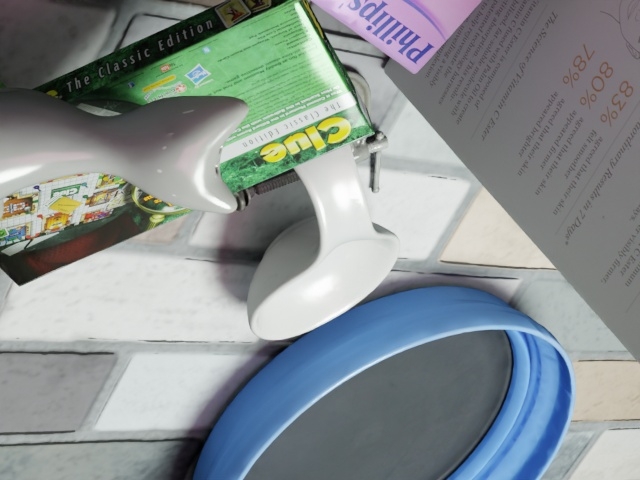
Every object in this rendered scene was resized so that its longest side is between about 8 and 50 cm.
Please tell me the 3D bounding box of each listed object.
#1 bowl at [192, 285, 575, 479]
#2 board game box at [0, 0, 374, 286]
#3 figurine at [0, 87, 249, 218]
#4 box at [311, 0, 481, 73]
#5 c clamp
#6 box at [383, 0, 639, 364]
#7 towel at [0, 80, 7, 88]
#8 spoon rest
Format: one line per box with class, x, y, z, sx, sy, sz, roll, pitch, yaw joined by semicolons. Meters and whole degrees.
bowl;0.057;0.201;1.448;0.391;0.077;0.391;-20;138;-19
board game box;-0.108;-0.063;0.961;0.260;0.030;0.136;-23;138;8
figurine;-0.141;-0.109;0.853;0.209;0.092;0.215;0;113;-5
box;0.052;-0.261;0.948;0.243;0.117;0.213;-47;140;13
c clamp;-0.015;-0.065;1.170;0.161;0.022;0.137;-17;138;-24
box;0.233;-0.098;1.064;0.168;0.345;0.215;4;127;-39
towel;-0.306;-0.046;0.921;0.248;0.038;0.325;-46;142;-8
spoon rest;0.000;0.000;1.169;0.137;0.084;0.276;-27;151;-12
